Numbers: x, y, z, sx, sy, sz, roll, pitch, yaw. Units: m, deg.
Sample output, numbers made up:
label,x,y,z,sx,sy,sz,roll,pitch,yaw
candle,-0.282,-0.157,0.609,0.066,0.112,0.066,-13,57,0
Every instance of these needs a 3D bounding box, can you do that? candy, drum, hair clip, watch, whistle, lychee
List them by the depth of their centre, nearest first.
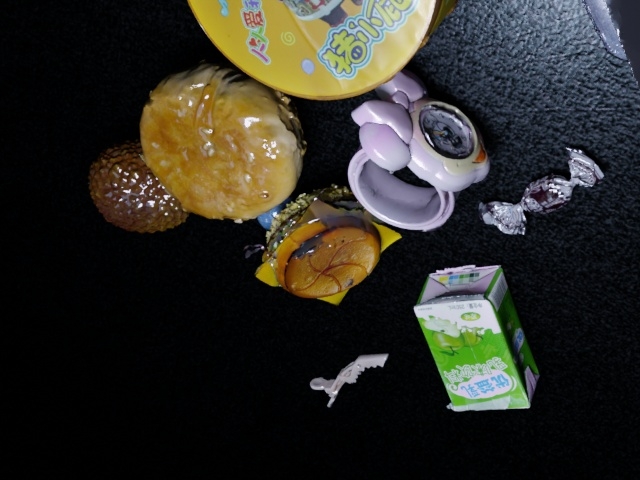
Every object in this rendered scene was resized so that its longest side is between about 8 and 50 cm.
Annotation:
label,x,y,z,sx,sy,sz,roll,pitch,yaw
drum,0.009,-0.433,1.350,0.431,0.214,0.431,13,127,18
candy,0.364,-0.076,1.521,0.226,0.051,0.094,-31,101,39
watch,0.133,-0.132,1.521,0.248,0.211,0.217,33,140,-8
whistle,-0.099,-0.059,1.752,0.158,0.090,0.090,6,124,23
lychee,-0.355,-0.106,1.789,0.238,0.200,0.200,10,126,29
hair clip,0.059,0.280,1.940,0.072,0.034,0.226,42,130,-4

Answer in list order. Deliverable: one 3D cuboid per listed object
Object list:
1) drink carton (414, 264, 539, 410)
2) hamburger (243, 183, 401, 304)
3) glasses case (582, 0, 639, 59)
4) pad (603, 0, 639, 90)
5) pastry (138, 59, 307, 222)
label,x,y,z,sx,sy,sz,roll,pitch,yaw
drink carton,0.288,0.187,1.706,0.161,0.108,0.271,-9,117,32
hamburger,0.000,0.000,1.657,0.262,0.138,0.243,20,123,-40
glasses case,0.405,-0.383,1.273,0.109,0.067,0.282,-23,111,29
pad,0.535,-0.307,1.249,0.248,0.007,0.367,-25,109,17
pastry,-0.165,-0.182,1.633,0.316,0.184,0.284,11,120,22
